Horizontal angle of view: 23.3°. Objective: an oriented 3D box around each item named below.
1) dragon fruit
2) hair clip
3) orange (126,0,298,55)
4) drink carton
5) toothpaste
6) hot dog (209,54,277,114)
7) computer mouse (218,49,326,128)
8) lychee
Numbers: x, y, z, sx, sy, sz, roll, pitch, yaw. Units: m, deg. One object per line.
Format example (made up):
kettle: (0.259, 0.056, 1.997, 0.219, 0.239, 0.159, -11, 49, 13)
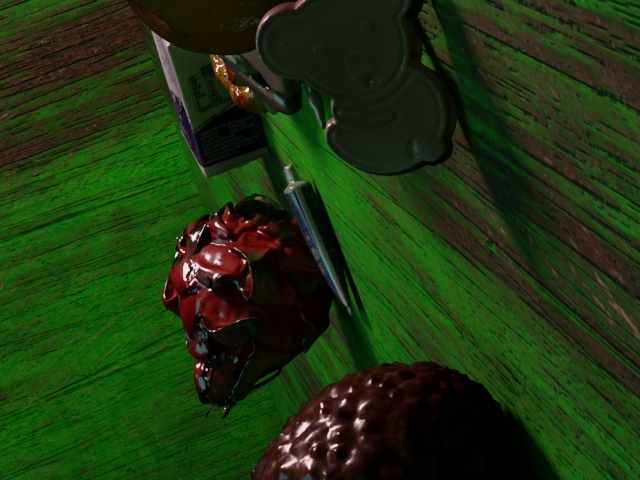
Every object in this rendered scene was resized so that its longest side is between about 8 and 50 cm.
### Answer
dragon fruit: (-0.105, 0.088, 1.999, 0.233, 0.293, 0.234, 26, -178, -1)
hair clip: (0.034, -0.115, 1.067, 0.102, 0.123, 0.138, 5, -114, -66)
orange: (-0.106, -0.261, 1.358, 0.224, 0.170, 0.224, 60, 170, 18)
drink carton: (-0.157, -0.219, 2.129, 0.134, 0.101, 0.222, -118, 10, -53)
toothpaste: (0.000, 0.000, 1.866, 0.057, 0.034, 0.197, -141, 27, -86)
hot dog: (-0.094, -0.224, 1.787, 0.253, 0.069, 0.131, -123, 13, -61)
computer mouse: (-0.094, -0.250, 1.563, 0.199, 0.114, 0.389, 77, 170, -64)
lychee: (0.055, 0.227, 1.282, 0.260, 0.260, 0.261, 159, 90, -82)
